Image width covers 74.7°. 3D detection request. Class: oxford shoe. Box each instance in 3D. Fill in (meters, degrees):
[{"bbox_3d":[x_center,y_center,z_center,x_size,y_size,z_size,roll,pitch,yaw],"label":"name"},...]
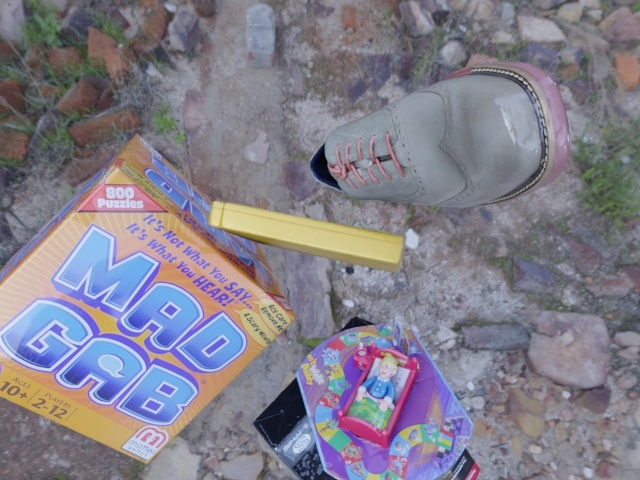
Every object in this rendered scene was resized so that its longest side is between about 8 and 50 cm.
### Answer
[{"bbox_3d":[0.078,-0.077,0.418,0.130,0.348,0.123,-19,99,-11],"label":"oxford shoe"}]

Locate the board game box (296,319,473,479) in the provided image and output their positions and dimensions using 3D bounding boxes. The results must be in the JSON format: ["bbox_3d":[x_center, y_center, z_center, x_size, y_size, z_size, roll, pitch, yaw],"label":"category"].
[{"bbox_3d":[0.050,0.131,0.381,0.133,0.033,0.169,-15,36,-9],"label":"board game box"}]

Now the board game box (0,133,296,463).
[{"bbox_3d":[-0.327,0.080,0.766,0.356,0.356,0.356,-44,118,1],"label":"board game box"}]

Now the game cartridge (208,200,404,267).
[{"bbox_3d":[0.000,0.000,0.721,0.284,0.323,0.053,12,85,11],"label":"game cartridge"}]

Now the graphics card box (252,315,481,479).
[{"bbox_3d":[0.092,0.335,0.672,0.232,0.094,0.371,-43,114,-20],"label":"graphics card box"}]
